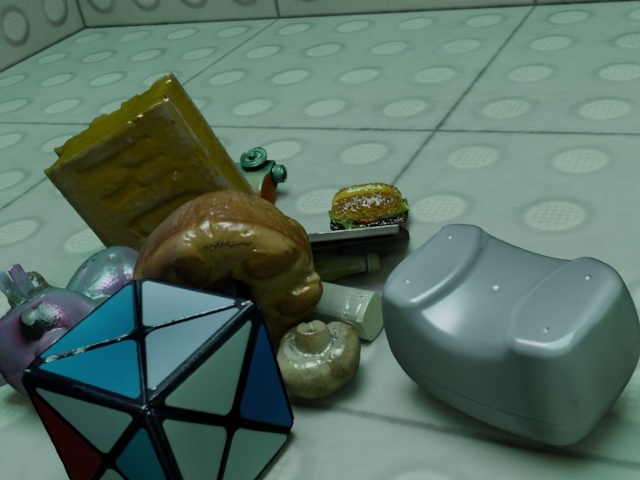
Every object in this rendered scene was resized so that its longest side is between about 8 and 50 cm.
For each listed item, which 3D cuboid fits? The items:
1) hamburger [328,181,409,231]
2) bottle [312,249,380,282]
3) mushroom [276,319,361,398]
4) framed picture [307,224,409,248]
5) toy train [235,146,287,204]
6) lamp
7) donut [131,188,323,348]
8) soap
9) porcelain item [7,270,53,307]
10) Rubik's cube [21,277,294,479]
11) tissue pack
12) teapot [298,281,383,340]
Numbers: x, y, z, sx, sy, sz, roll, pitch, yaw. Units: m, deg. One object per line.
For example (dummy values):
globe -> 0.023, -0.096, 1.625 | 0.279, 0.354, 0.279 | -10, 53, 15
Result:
hamburger -> 0.098, -0.065, 1.740 | 0.166, 0.087, 0.137 | -7, 30, 8
bottle -> -0.023, 0.053, 1.586 | 0.270, 0.083, 0.083 | -7, 29, 4
mushroom -> -0.005, 0.180, 1.326 | 0.148, 0.112, 0.148 | -5, 23, 2
framed picture -> 0.000, 0.000, 1.609 | 0.324, 0.020, 0.240 | -6, -4, 9
toy train -> -0.222, -0.119, 1.947 | 0.285, 0.116, 0.177 | -1, 43, 17
lamp -> -0.423, 0.121, 1.451 | 0.247, 0.247, 0.301 | -15, 21, 43
donut -> -0.157, 0.063, 1.373 | 0.317, 0.299, 0.150 | -12, 48, 9
soap -> -0.316, -0.105, 1.652 | 0.293, 0.335, 0.156 | -27, 29, 11
porcelain item -> -0.519, 0.125, 1.673 | 0.216, 0.069, 0.081 | 16, 35, 33
Rubik's cube -> -0.214, 0.223, 1.191 | 0.248, 0.250, 0.246 | 6, 34, 33
tissue pack -> 0.262, 0.138, 1.192 | 0.333, 0.236, 0.229 | 19, 50, 43
teapot -> 0.001, 0.126, 1.463 | 0.200, 0.077, 0.107 | 9, 55, 32
